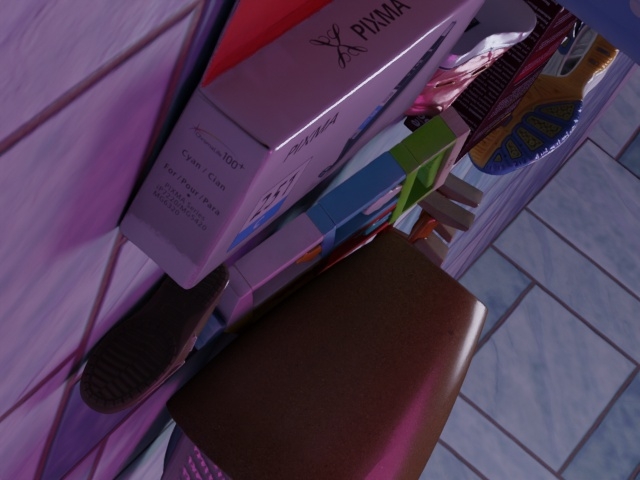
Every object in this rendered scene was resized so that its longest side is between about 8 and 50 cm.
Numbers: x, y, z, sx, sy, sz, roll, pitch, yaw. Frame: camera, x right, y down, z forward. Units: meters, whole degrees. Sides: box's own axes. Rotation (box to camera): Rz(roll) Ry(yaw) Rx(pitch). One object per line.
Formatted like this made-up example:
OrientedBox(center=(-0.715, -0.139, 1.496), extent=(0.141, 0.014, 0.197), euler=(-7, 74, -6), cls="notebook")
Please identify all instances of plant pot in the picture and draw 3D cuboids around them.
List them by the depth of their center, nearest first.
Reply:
OrientedBox(center=(0.030, 0.125, 1.387), extent=(0.254, 0.237, 0.237), euler=(-51, 172, -1), cls="plant pot")

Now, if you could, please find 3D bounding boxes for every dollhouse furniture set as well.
OrientedBox(center=(0.043, 0.042, 1.724), extent=(0.262, 0.135, 0.259), euler=(-54, -178, 27), cls="dollhouse furniture set")

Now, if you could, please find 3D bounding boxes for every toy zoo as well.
OrientedBox(center=(0.000, 0.000, 1.357), extent=(0.293, 0.030, 0.192), euler=(-36, 172, -9), cls="toy zoo")

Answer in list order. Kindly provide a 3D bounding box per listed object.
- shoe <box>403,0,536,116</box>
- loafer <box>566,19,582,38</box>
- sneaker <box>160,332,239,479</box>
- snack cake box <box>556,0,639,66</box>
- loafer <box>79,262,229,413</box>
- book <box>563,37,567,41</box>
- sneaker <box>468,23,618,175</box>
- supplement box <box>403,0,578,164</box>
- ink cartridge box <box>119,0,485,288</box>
OrientedBox(center=(0.120, -0.165, 1.330), extent=(0.178, 0.063, 0.081), euler=(-32, 162, -50), cls="shoe")
OrientedBox(center=(0.283, -0.300, 1.513), extent=(0.076, 0.078, 0.223), euler=(-39, 165, -50), cls="loafer")
OrientedBox(center=(-0.074, 0.152, 1.575), extent=(0.366, 0.135, 0.150), euler=(-56, -164, 19), cls="sneaker")
OrientedBox(center=(0.298, -0.230, 1.263), extent=(0.152, 0.264, 0.089), euler=(-47, 170, -25), cls="snack cake box")
OrientedBox(center=(-0.119, 0.074, 1.124), extent=(0.148, 0.056, 0.050), euler=(-47, 165, -20), cls="loafer")
OrientedBox(center=(0.284, -0.266, 1.849), extent=(0.144, 0.035, 0.096), euler=(-45, 166, -23), cls="book")
OrientedBox(center=(0.296, -0.179, 2.003), extent=(0.296, 0.112, 0.131), euler=(-46, 171, -21), cls="sneaker")
OrientedBox(center=(0.189, -0.198, 1.490), extent=(0.130, 0.073, 0.239), euler=(-38, 164, -52), cls="supplement box")
OrientedBox(center=(0.023, -0.132, 0.946), extent=(0.296, 0.066, 0.261), euler=(-42, 169, -46), cls="ink cartridge box")
